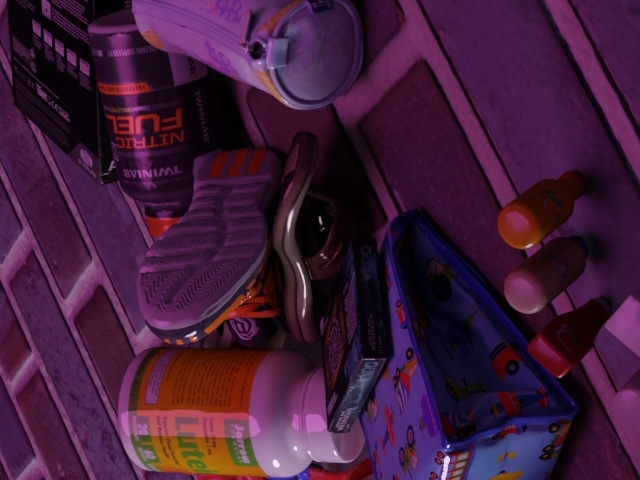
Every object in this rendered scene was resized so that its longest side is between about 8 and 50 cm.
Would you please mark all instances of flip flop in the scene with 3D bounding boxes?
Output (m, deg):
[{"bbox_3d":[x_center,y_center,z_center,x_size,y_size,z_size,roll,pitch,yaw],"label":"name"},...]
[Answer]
[{"bbox_3d":[0.000,0.000,1.800,0.277,0.080,0.112,85,-169,-44],"label":"flip flop"}]

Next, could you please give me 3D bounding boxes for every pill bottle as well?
[{"bbox_3d":[-0.079,0.182,1.910,0.246,0.136,0.136,-1,110,26],"label":"pill bottle"},{"bbox_3d":[-0.167,-0.128,1.953,0.130,0.130,0.245,16,122,55],"label":"pill bottle"}]

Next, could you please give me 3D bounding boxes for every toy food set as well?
[{"bbox_3d":[0.240,0.056,1.451,0.232,0.104,0.111,42,130,12],"label":"toy food set"}]

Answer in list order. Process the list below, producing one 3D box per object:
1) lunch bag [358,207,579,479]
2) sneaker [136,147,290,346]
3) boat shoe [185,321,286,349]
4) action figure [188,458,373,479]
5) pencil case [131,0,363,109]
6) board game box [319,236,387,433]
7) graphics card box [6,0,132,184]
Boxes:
[{"bbox_3d":[0.097,0.133,1.694,0.221,0.138,0.293,101,150,-46],"label":"lunch bag"},{"bbox_3d":[-0.086,0.051,1.826,0.125,0.321,0.180,-1,120,18],"label":"sneaker"},{"bbox_3d":[-0.113,0.145,2.070,0.092,0.103,0.285,57,145,31],"label":"boat shoe"},{"bbox_3d":[-0.032,0.257,2.019,0.280,0.139,0.091,3,106,39],"label":"action figure"},{"bbox_3d":[-0.076,-0.210,1.756,0.273,0.124,0.113,29,132,51],"label":"pencil case"},{"bbox_3d":[0.029,0.094,1.723,0.186,0.026,0.126,110,158,-61],"label":"board game box"},{"bbox_3d":[-0.280,-0.277,2.089,0.233,0.094,0.371,39,137,42],"label":"graphics card box"}]
